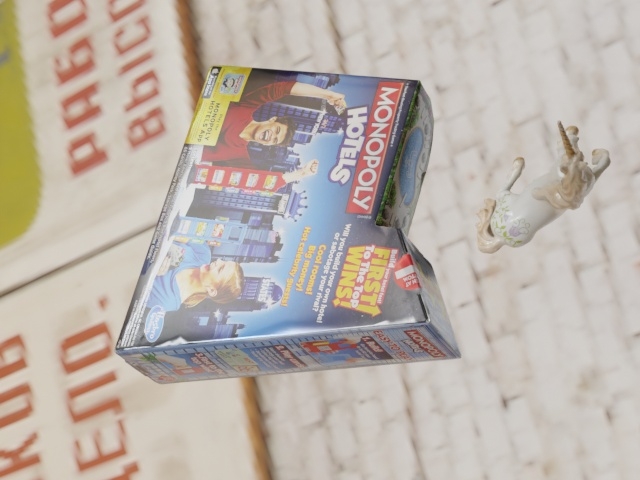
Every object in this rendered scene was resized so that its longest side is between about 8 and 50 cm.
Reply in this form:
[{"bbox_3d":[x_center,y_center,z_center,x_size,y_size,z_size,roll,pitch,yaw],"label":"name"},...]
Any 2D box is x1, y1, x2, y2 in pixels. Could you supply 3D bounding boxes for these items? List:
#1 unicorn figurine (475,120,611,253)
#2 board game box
[{"bbox_3d":[0.169,-0.041,1.389,0.060,0.162,0.111,32,-144,-2],"label":"unicorn figurine"},{"bbox_3d":[0.000,0.000,1.110,0.060,0.194,0.194,46,-123,-57],"label":"board game box"}]
